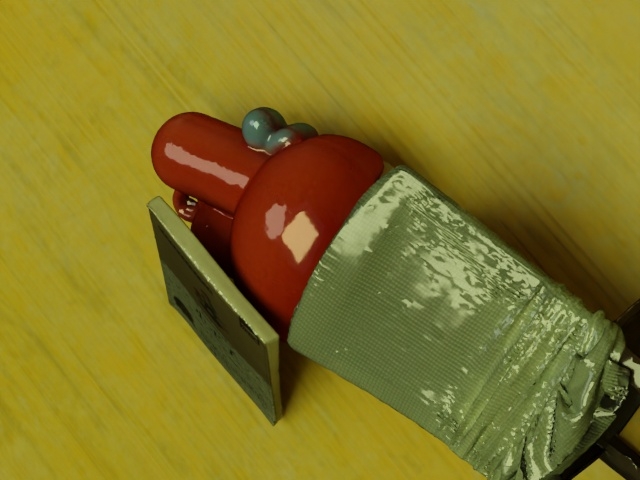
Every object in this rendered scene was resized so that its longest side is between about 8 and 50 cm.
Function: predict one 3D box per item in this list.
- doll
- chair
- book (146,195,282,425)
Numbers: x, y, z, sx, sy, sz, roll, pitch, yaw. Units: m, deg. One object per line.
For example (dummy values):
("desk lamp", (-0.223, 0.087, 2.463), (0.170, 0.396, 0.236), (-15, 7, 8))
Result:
("doll", (0.000, 0.000, 1.243), (0.290, 0.130, 0.161), (25, 126, 25))
("chair", (0.161, 0.088, 1.121), (0.319, 0.186, 0.160), (39, 120, 16))
("book", (-0.075, 0.056, 1.295), (0.138, 0.016, 0.199), (49, 166, 17))
